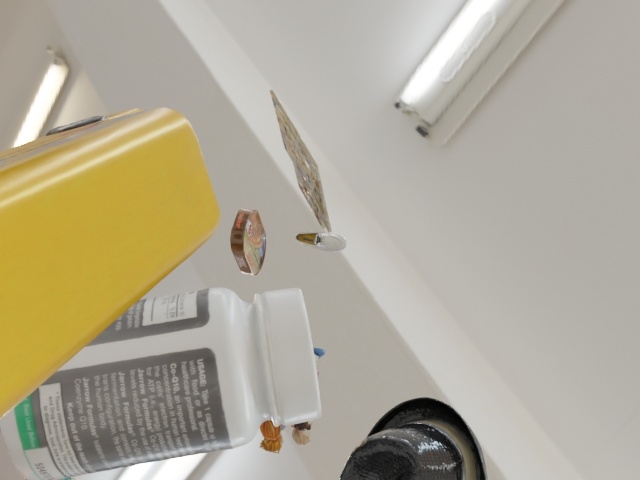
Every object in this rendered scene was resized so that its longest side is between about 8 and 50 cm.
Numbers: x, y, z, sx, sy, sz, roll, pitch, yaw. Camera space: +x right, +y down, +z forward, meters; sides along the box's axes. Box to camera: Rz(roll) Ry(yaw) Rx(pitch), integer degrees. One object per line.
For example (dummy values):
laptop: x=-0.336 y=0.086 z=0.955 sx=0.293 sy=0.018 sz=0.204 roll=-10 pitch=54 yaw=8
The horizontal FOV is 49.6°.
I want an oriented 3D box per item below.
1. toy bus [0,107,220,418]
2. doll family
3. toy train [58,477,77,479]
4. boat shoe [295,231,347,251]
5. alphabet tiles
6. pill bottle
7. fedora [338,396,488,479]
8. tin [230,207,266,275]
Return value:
toy bus: x=-0.167 y=-0.008 z=0.434 sx=0.130 sy=0.332 sz=0.108 roll=-10 pitch=-72 yaw=20
doll family: x=-0.066 y=0.290 z=1.230 sx=0.118 sy=0.263 sz=0.163 roll=9 pitch=-114 yaw=2
toy train: x=-0.492 y=0.494 z=1.309 sx=0.125 sy=0.046 sz=0.166 roll=-47 pitch=-119 yaw=33
boat shoe: x=0.000 y=0.000 z=1.296 sx=0.100 sy=0.035 sz=0.035 roll=11 pitch=-91 yaw=17
alphabet tiles: x=-0.032 y=-0.128 z=1.256 sx=0.009 sy=0.237 sz=0.198 roll=-24 pitch=-123 yaw=-8
pill bottle: x=-0.190 y=0.171 z=0.873 sx=0.204 sy=0.361 sz=0.204 roll=172 pitch=-90 yaw=-85
fedora: x=0.136 y=0.440 z=1.260 sx=0.334 sy=0.152 sz=0.334 roll=-21 pitch=-119 yaw=46
tin: x=-0.157 y=0.004 z=1.513 sx=0.040 sy=0.189 sz=0.106 roll=5 pitch=-119 yaw=9
